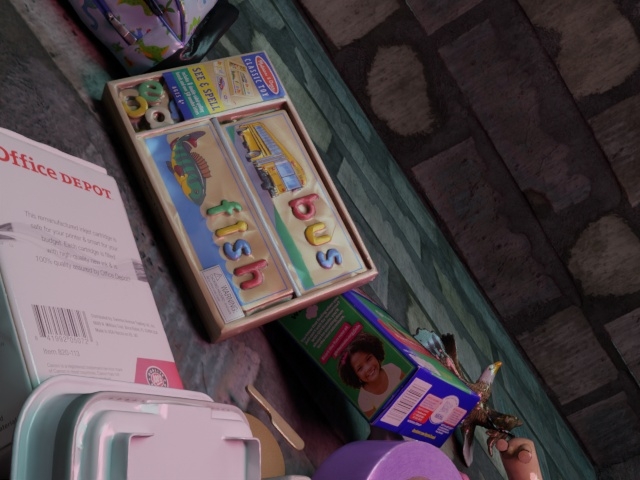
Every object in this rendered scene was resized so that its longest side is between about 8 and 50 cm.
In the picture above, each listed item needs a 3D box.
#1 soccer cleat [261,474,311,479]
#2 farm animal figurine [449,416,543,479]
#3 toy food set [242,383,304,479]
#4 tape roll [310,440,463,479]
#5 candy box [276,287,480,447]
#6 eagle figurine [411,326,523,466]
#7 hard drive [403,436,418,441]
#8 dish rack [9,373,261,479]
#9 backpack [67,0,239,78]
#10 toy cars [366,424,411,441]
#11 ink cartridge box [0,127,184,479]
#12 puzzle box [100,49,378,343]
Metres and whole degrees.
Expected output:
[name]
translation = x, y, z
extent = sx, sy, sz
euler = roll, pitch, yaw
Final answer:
[soccer cleat]
translation = -0.013, 0.397, 0.819
extent = 0.331, 0.143, 0.116
euler = 65, 17, 18
[farm animal figurine]
translation = 0.281, 0.485, 1.200
extent = 0.327, 0.330, 0.172
euler = 39, 0, 25
[toy food set]
translation = -0.091, 0.273, 1.009
extent = 0.132, 0.038, 0.192
euler = 50, 23, -7
[tape roll]
translation = 0.087, 0.389, 1.012
extent = 0.275, 0.090, 0.274
euler = 14, 71, -47
[candy box]
translation = 0.074, 0.172, 1.324
extent = 0.317, 0.122, 0.268
euler = 41, 4, 35
[eagle figurine]
translation = 0.336, 0.354, 1.931
extent = 0.298, 0.225, 0.226
euler = 35, -40, 26
[hard drive]
translation = 0.130, 0.271, 1.587
extent = 0.307, 0.040, 0.203
euler = 66, 6, 22
[dish rack]
translation = -0.121, 0.276, 0.631
extent = 0.285, 0.072, 0.332
euler = 29, 56, -61
[backpack]
translation = -0.296, -0.439, 1.295
extent = 0.355, 0.273, 0.290
euler = 42, 38, -15
[toy cars]
translation = 0.082, 0.371, 1.260
extent = 0.394, 0.087, 0.176
euler = -1, 74, -76
[ink cartridge box]
translation = -0.252, 0.058, 0.741
extent = 0.207, 0.117, 0.283
euler = 24, 40, -63
[puzzle box]
translation = -0.116, -0.079, 1.199
extent = 0.272, 0.052, 0.409
euler = -20, 75, -30
